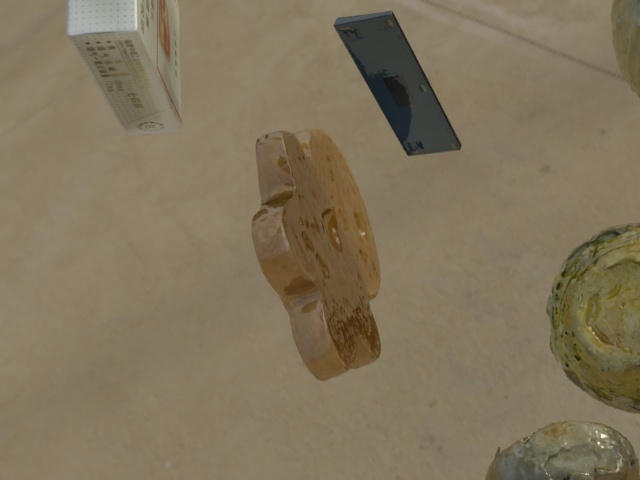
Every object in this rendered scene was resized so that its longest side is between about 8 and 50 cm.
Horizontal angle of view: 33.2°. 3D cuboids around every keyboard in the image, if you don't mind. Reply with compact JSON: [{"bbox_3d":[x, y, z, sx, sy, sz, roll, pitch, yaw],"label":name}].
[{"bbox_3d":[0.071,-0.136,0.954,0.055,0.176,0.014,-2,54,30],"label":"keyboard"}]

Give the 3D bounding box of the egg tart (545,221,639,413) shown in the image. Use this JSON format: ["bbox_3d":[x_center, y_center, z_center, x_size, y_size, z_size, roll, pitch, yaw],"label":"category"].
[{"bbox_3d":[0.549,0.128,1.874,0.346,0.132,0.345,-6,76,27],"label":"egg tart"}]

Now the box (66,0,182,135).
[{"bbox_3d":[-0.259,-0.299,1.457,0.095,0.330,0.210,-3,74,0],"label":"box"}]

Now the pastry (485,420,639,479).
[{"bbox_3d":[0.284,0.291,1.269,0.182,0.192,0.093,-12,49,1],"label":"pastry"}]

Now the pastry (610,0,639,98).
[{"bbox_3d":[0.595,-0.308,1.450,0.389,0.312,0.388,-9,65,19],"label":"pastry"}]

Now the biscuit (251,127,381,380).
[{"bbox_3d":[-0.002,0.001,1.153,0.052,0.275,0.355,-18,21,15],"label":"biscuit"}]
